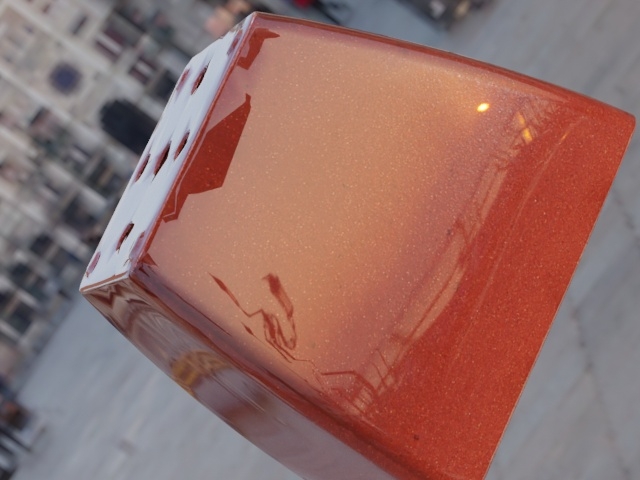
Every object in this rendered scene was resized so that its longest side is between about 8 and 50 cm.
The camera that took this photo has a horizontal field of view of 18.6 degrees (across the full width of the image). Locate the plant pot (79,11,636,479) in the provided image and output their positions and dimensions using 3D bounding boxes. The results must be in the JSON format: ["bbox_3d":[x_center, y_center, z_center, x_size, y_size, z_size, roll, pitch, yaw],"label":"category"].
[{"bbox_3d":[0.000,0.000,1.247,0.267,0.236,0.267,-65,14,-12],"label":"plant pot"}]
